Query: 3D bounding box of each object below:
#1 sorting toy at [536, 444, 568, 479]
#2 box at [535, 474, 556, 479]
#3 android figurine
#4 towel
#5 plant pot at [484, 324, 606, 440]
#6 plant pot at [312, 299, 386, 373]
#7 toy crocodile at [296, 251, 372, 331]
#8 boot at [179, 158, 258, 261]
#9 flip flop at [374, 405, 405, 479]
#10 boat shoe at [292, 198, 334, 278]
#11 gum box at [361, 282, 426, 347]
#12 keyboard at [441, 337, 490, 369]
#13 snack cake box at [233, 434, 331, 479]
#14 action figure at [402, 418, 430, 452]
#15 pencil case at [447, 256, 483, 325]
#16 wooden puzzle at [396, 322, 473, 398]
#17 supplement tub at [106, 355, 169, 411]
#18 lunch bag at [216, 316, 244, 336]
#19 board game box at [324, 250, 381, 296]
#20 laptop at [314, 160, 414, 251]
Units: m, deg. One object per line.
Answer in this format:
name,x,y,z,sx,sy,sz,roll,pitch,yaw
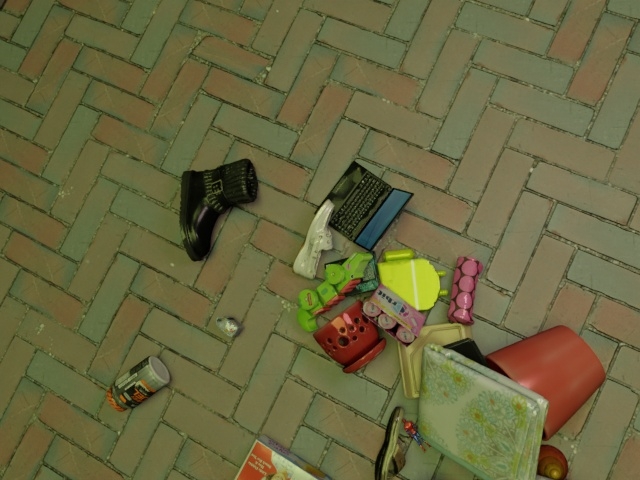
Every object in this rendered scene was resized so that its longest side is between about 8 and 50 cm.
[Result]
sorting toy,0.740,0.755,1.582,0.127,0.126,0.366,-40,75,2
box,0.618,0.755,1.567,0.230,0.056,0.183,7,107,32
android figurine,0.273,0.149,1.812,0.272,0.056,0.249,-9,78,13
towel,0.436,0.495,1.564,0.374,0.090,0.321,22,120,41
plant pot,0.651,0.388,1.606,0.243,0.275,0.275,-32,76,-4
plant pot,0.098,0.307,1.757,0.191,0.191,0.174,-37,85,3
toy crocodile,0.040,0.159,1.785,0.340,0.115,0.105,-45,66,22
boot,-0.347,-0.109,1.940,0.259,0.131,0.348,-6,79,10
flip flop,0.227,0.654,1.718,0.080,0.112,0.277,17,78,-1
boat shoe,0.000,0.000,1.858,0.096,0.098,0.277,26,107,10
gum box,0.222,0.225,1.719,0.188,0.107,0.062,37,126,3
keyboard,0.439,0.454,1.686,0.201,0.033,0.317,-27,97,22
snack cake box,-0.119,0.756,1.766,0.264,0.089,0.152,28,88,14
action figure,0.295,0.604,1.744,0.038,0.030,0.115,-40,71,-3
pencil case,0.455,0.159,1.746,0.095,0.098,0.210,-8,61,54
wooden puzzle,0.369,0.376,1.766,0.238,0.044,0.221,-8,78,5
supplement tub,-0.619,0.489,1.895,0.190,0.117,0.117,-36,76,4
lunch bag,-0.308,0.286,1.894,0.083,0.071,0.053,34,89,15
board game box,0.104,0.117,1.833,0.186,0.026,0.126,-16,76,30
laptop,0.136,-0.119,1.846,0.264,0.136,0.234,37,88,15
